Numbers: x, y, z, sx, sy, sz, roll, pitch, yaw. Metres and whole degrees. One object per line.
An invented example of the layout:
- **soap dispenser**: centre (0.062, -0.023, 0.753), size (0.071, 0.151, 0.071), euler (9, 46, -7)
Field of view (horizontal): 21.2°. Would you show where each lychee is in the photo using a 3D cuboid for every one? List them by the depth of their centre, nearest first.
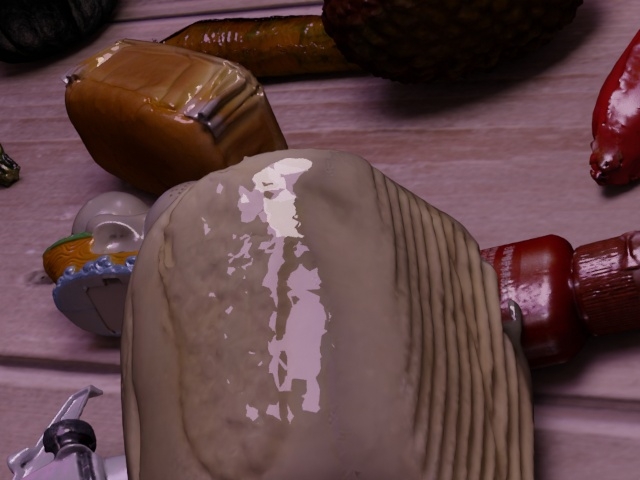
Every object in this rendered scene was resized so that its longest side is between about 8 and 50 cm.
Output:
- **lychee**: centre (0.115, -0.258, 1.594), size (0.271, 0.236, 0.236), euler (8, 39, 5)

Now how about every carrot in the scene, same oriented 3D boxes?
- **carrot**: centre (-0.052, -0.197, 1.763), size (0.260, 0.070, 0.070), euler (1, 41, 32)

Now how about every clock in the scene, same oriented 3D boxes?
- **clock**: centre (-0.148, 0.012, 1.493), size (0.231, 0.103, 0.144), euler (-4, 37, 28)

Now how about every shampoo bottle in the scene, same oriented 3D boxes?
- **shampoo bottle**: centre (0.101, 0.059, 1.275), size (0.314, 0.076, 0.118), euler (-14, 29, 18)

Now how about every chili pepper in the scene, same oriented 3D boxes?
- **chili pepper**: centre (0.346, -0.185, 1.435), size (0.387, 0.110, 0.110), euler (-43, 35, -18)

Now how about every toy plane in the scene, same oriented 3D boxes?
- **toy plane**: centre (-0.202, 0.207, 1.249), size (0.255, 0.101, 0.251), euler (-23, 44, 4)

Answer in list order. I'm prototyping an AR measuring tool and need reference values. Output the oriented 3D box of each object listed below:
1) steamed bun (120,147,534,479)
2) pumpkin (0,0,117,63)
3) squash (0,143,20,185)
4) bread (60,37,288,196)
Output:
- **steamed bun**: centre (-0.027, 0.108, 1.104), size (0.272, 0.273, 0.290), euler (-25, 52, 20)
- **pumpkin**: centre (-0.342, -0.311, 2.041), size (0.221, 0.161, 0.220), euler (-21, 27, 11)
- **squash**: centre (-0.406, -0.120, 1.889), size (0.066, 0.066, 0.252), euler (-34, 39, -13)
- **bread**: centre (-0.143, -0.108, 1.630), size (0.107, 0.136, 0.241), euler (-42, 37, -23)
